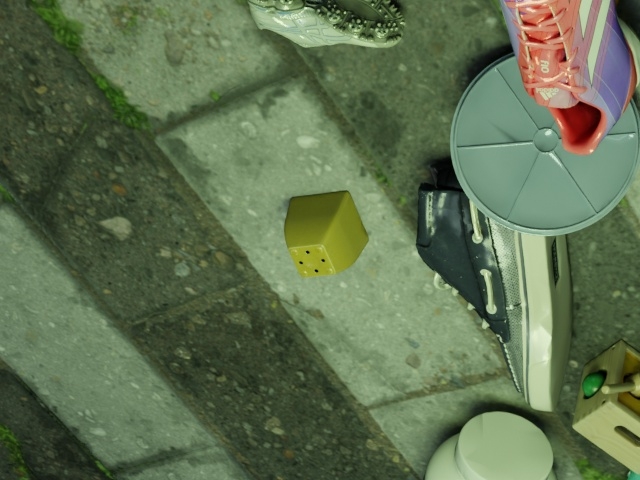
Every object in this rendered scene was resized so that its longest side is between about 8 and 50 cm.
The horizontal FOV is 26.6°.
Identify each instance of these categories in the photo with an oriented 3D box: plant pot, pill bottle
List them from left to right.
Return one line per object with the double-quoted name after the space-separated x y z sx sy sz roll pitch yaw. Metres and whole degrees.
0.000 0.000 1.650 0.082 0.083 0.081 -6 127 26 "plant pot"
0.216 0.382 1.834 0.182 0.181 0.323 16 134 7 "pill bottle"

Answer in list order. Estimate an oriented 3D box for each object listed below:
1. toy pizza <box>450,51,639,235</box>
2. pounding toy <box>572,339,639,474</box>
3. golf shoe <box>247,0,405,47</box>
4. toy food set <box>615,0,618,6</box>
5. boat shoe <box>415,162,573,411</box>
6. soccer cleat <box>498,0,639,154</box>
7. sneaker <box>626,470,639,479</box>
0.239 -0.105 1.440 0.201 0.032 0.201 0 91 6 "toy pizza"
0.374 0.195 1.645 0.141 0.130 0.100 36 132 -11 "pounding toy"
0.006 -0.240 1.466 0.176 0.069 0.086 20 154 8 "golf shoe"
0.258 -0.311 1.248 0.105 0.111 0.232 20 165 4 "toy food set"
0.206 0.049 1.601 0.158 0.127 0.340 6 123 23 "boat shoe"
0.223 -0.193 1.271 0.109 0.116 0.318 15 165 33 "soccer cleat"
0.444 0.321 1.771 0.275 0.107 0.110 -37 91 35 "sneaker"
